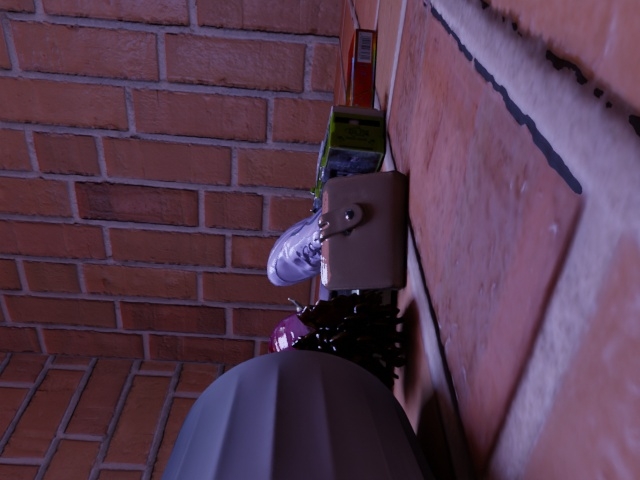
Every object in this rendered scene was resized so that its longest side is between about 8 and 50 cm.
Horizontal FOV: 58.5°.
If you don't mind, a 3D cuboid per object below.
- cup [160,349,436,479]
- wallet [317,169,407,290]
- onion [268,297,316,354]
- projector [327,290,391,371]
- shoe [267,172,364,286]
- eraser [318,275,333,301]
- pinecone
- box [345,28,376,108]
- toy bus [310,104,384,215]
[{"bbox_3d":[0.003,0.271,0.437,0.322,0.237,0.327,64,180,-6],"label":"cup"},{"bbox_3d":[0.052,-0.012,0.726,0.039,0.118,0.152,19,-111,-60],"label":"wallet"},{"bbox_3d":[-0.014,0.205,1.097,0.153,0.178,0.177,-99,12,-68],"label":"onion"},{"bbox_3d":[0.049,0.140,0.855,0.259,0.079,0.256,121,154,-82],"label":"projector"},{"bbox_3d":[0.000,0.000,0.937,0.245,0.095,0.137,-45,8,17],"label":"shoe"},{"bbox_3d":[0.024,0.149,1.630,0.243,0.059,0.204,-84,0,-56],"label":"eraser"},{"bbox_3d":[0.035,0.125,0.655,0.140,0.141,0.120,98,164,-58],"label":"pinecone"},{"bbox_3d":[0.082,-0.327,1.175,0.112,0.048,0.175,125,149,-82],"label":"box"},{"bbox_3d":[0.048,-0.142,1.070,0.301,0.113,0.139,109,165,-71],"label":"toy bus"}]
